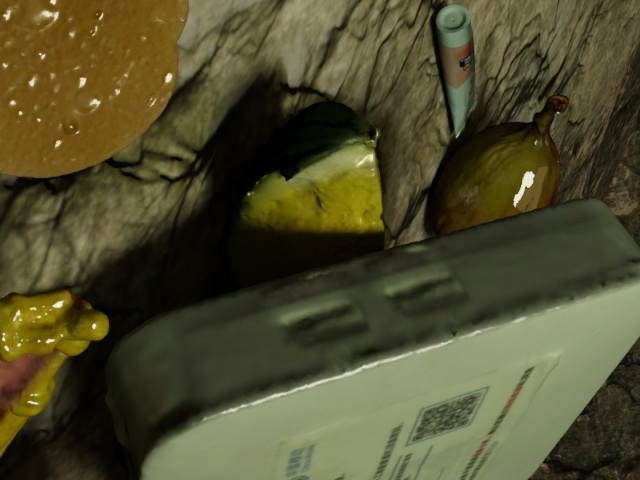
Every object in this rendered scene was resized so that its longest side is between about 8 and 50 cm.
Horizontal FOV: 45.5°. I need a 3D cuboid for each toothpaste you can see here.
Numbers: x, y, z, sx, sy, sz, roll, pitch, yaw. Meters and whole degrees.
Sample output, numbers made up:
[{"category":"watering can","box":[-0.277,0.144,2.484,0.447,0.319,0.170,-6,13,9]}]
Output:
[{"category":"toothpaste","box":[0.152,-0.180,0.831,0.056,0.036,0.205,-61,158,-11]}]

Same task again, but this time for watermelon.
[{"category":"watermelon","box":[0.000,0.000,0.594,0.123,0.129,0.301,-55,159,-28]}]

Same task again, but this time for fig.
[{"category":"fig","box":[0.226,-0.080,0.914,0.170,0.145,0.274,-47,164,-33]}]

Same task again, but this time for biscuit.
[{"category":"biscuit","box":[-0.132,-0.110,0.340,0.170,0.050,0.170,-35,143,-32]}]

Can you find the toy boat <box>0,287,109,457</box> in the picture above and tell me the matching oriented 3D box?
[{"category":"toy boat","box":[-0.223,0.145,0.349,0.318,0.099,0.141,-57,151,-9]}]

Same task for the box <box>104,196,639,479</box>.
[{"category":"box","box":[0.040,0.155,0.623,0.396,0.111,0.396,-14,142,-20]}]
